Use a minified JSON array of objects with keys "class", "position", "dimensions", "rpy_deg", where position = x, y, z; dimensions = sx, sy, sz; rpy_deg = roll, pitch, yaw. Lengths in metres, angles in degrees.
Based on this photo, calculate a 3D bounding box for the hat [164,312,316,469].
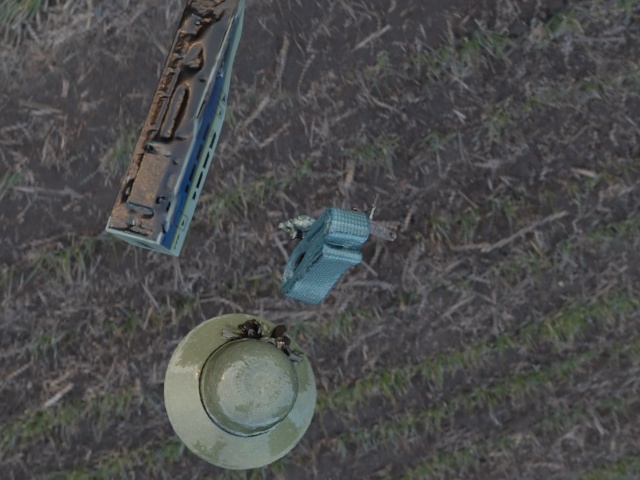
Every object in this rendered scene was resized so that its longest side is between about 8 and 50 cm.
[{"class":"hat","position":[-0.109,0.231,1.334],"dimensions":[0.257,0.257,0.130],"rpy_deg":[8,164,-18]}]

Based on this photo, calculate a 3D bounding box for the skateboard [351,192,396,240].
[{"class":"skateboard","position":[0.065,-0.022,0.953],"dimensions":[0.063,0.083,0.032],"rpy_deg":[24,76,-4]}]

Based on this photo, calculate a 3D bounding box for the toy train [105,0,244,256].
[{"class":"toy train","position":[-0.106,-0.106,0.684],"dimensions":[0.052,0.051,0.234],"rpy_deg":[14,79,14]}]

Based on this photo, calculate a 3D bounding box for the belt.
[{"class":"belt","position":[0.005,0.001,0.890],"dimensions":[0.065,0.100,0.179],"rpy_deg":[14,156,-16]}]
